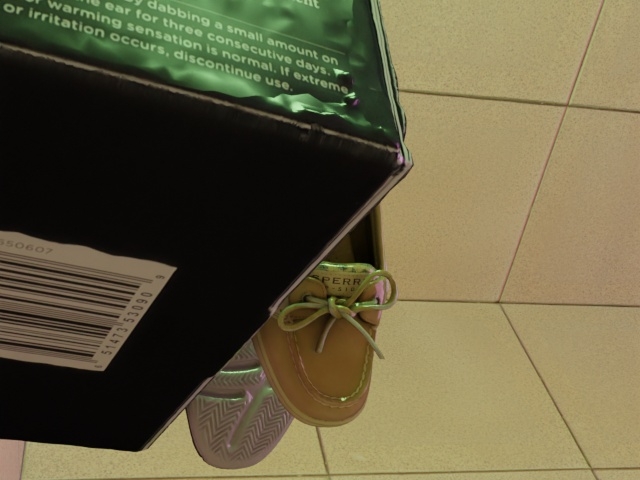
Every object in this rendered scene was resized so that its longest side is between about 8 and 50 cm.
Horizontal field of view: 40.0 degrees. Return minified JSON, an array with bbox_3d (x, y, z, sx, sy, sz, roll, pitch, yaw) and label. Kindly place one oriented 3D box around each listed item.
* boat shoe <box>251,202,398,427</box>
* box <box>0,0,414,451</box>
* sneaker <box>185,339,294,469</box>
[{"bbox_3d":[0.000,0.000,0.686,0.089,0.105,0.285,149,-63,-61],"label":"boat shoe"},{"bbox_3d":[-0.199,-0.141,0.717,0.480,0.298,0.471,-49,-143,45],"label":"box"},{"bbox_3d":[-0.094,0.063,0.887,0.180,0.125,0.320,-19,-117,61],"label":"sneaker"}]
